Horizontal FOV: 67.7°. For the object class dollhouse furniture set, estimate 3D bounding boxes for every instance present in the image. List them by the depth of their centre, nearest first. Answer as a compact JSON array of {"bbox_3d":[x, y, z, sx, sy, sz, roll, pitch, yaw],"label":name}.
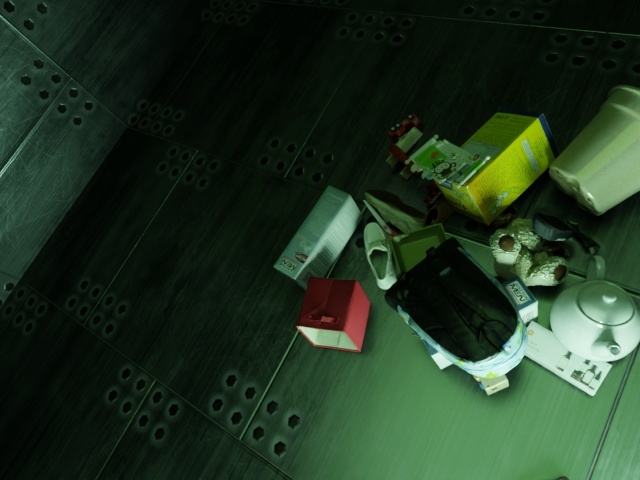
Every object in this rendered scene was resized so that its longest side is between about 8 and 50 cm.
[{"bbox_3d":[0.356,-0.267,1.777,0.259,0.262,0.135,42,86,1],"label":"dollhouse furniture set"}]

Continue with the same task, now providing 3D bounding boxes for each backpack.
[{"bbox_3d":[0.402,0.207,1.323,0.290,0.273,0.355,-41,32,-3],"label":"backpack"}]

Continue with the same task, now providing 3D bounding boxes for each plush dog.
[{"bbox_3d":[0.656,0.029,1.559,0.262,0.210,0.225,28,61,2],"label":"plush dog"}]

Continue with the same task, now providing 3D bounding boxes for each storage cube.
[{"bbox_3d":[0.050,0.257,1.664,0.184,0.215,0.193,2,60,25],"label":"storage cube"}]

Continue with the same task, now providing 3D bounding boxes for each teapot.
[{"bbox_3d":[0.791,0.200,1.355,0.253,0.187,0.256,-29,49,-15],"label":"teapot"}]

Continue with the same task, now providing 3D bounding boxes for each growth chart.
[{"bbox_3d":[0.411,-0.260,1.582,0.172,0.021,0.237,-48,54,-8],"label":"growth chart"}]

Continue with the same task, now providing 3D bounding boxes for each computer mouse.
[{"bbox_3d":[0.763,-0.009,1.494,0.184,0.262,0.060,49,122,31],"label":"computer mouse"}]

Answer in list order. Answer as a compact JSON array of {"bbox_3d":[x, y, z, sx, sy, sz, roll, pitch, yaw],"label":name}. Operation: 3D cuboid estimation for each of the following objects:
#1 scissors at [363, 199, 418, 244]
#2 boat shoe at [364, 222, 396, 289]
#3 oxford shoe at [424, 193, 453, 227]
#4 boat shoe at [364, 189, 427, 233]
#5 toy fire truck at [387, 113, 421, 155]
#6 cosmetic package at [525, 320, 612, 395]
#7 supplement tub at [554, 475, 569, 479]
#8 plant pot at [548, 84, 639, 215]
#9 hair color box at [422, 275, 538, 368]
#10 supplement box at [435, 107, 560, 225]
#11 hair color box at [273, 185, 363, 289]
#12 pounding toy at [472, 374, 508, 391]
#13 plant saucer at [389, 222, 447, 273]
[{"bbox_3d":[0.250,-0.029,1.769,0.021,0.109,0.297,-29,58,-37],"label":"scissors"},{"bbox_3d":[0.216,0.040,1.763,0.098,0.096,0.277,-21,59,13],"label":"boat shoe"},{"bbox_3d":[0.444,-0.120,1.760,0.076,0.076,0.212,21,73,31],"label":"oxford shoe"},{"bbox_3d":[0.270,-0.105,1.801,0.302,0.109,0.098,37,128,41],"label":"boat shoe"},{"bbox_3d":[0.349,-0.423,1.965,0.192,0.047,0.135,-35,58,3],"label":"toy fire truck"},{"bbox_3d":[0.717,0.346,1.421,0.239,0.060,0.099,31,79,32],"label":"cosmetic package"},{"bbox_3d":[0.595,0.718,1.262,0.198,0.106,0.106,-32,57,5],"label":"supplement tub"},{"bbox_3d":[0.920,-0.255,1.506,0.305,0.334,0.334,-43,56,12],"label":"plant pot"},{"bbox_3d":[0.492,0.261,1.490,0.347,0.174,0.105,-29,56,7],"label":"hair color box"},{"bbox_3d":[0.603,-0.259,1.648,0.356,0.195,0.194,-43,31,-4],"label":"supplement box"},{"bbox_3d":[0.000,0.000,1.821,0.114,0.185,0.374,27,78,31],"label":"hair color box"},{"bbox_3d":[0.490,0.390,1.447,0.100,0.141,0.130,-28,58,8],"label":"pounding toy"},{"bbox_3d":[0.348,0.050,1.623,0.188,0.045,0.188,-16,54,8],"label":"plant saucer"}]
